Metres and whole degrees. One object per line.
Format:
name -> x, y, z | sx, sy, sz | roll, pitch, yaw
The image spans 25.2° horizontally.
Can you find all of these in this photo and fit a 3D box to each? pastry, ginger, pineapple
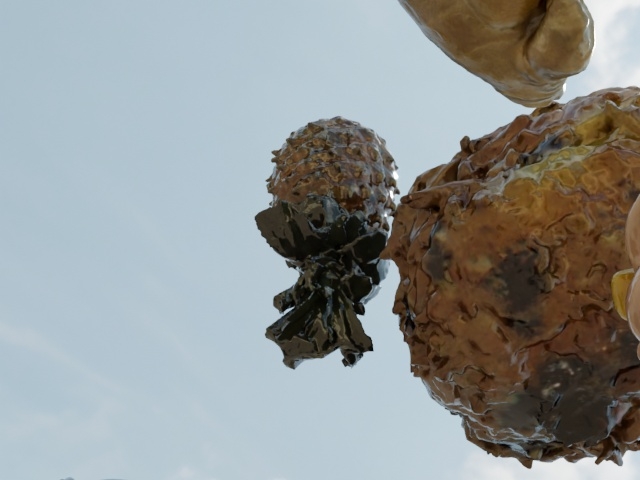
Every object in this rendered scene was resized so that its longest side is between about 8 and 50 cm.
pastry -> 0.223, 0.043, 1.329 | 0.405, 0.337, 0.292 | 104, -23, -46
ginger -> 0.089, -0.177, 0.871 | 0.216, 0.102, 0.157 | 55, 4, 9
pineapple -> 0.000, 0.000, 1.473 | 0.141, 0.310, 0.170 | -30, -58, 29

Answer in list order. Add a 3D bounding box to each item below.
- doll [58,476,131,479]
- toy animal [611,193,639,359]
doll -> -0.180, 0.359, 1.259 | 0.310, 0.240, 0.284 | 70, -14, -17
toy animal -> 0.236, 0.025, 0.919 | 0.091, 0.082, 0.114 | 9, -58, 8
